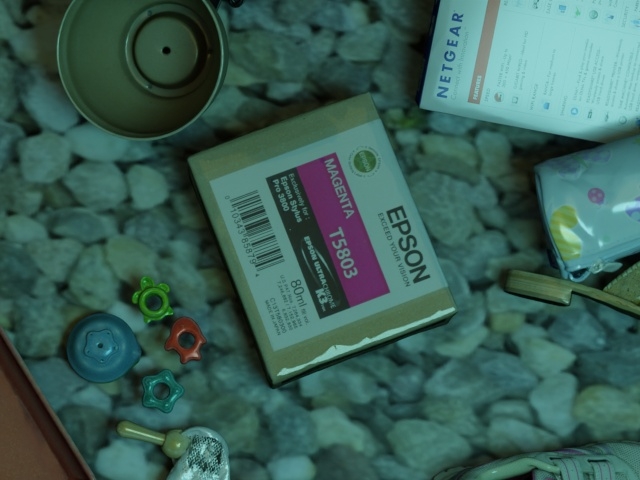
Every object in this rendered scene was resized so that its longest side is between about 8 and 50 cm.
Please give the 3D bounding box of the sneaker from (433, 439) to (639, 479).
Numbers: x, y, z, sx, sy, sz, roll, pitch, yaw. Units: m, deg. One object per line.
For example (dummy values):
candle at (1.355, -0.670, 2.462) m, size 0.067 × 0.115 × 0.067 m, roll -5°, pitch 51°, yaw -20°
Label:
sneaker at (0.226, 0.245, 1.599) m, size 0.252 × 0.111 × 0.103 m, roll -10°, pitch 82°, yaw -5°

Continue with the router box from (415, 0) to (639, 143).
router box at (0.270, -0.265, 1.645) m, size 0.301 × 0.082 × 0.336 m, roll 11°, pitch 99°, yaw -1°

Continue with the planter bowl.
planter bowl at (-0.157, -0.181, 1.634) m, size 0.162 × 0.109 × 0.162 m, roll 2°, pitch 99°, yaw 12°

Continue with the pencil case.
pencil case at (0.332, -0.052, 1.576) m, size 0.273 × 0.113 × 0.124 m, roll -18°, pitch 38°, yaw 7°

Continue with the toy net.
toy net at (-0.142, 0.156, 1.630) m, size 0.122 × 0.045 × 0.232 m, roll -32°, pitch 86°, yaw -9°

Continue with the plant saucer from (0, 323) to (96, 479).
plant saucer at (-0.382, 0.194, 1.608) m, size 0.258 × 0.048 × 0.259 m, roll -32°, pitch 85°, yaw -7°

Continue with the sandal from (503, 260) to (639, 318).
sandal at (0.302, 0.037, 1.648) m, size 0.240 × 0.088 × 0.079 m, roll 13°, pitch 87°, yaw 4°

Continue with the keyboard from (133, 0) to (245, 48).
keyboard at (-0.105, -0.273, 1.678) m, size 0.108 × 0.023 × 0.180 m, roll 25°, pitch 103°, yaw 7°

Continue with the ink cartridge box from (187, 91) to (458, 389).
ink cartridge box at (0.000, 0.000, 1.638) m, size 0.193 × 0.088 × 0.235 m, roll -21°, pitch 82°, yaw -5°
